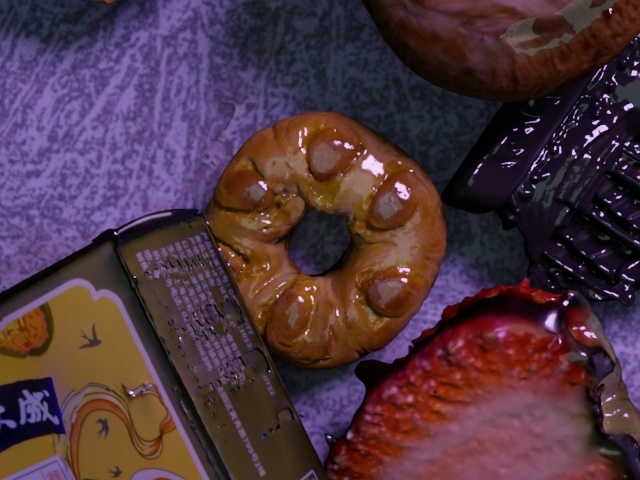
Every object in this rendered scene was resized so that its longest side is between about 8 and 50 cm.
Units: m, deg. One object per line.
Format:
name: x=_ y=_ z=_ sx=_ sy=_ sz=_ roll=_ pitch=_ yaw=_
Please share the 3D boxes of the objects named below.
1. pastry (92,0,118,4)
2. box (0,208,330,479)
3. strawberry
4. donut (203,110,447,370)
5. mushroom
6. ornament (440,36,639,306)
pastry: x=-0.191 y=-0.345 z=1.050 sx=0.256 sy=0.170 sz=0.236 roll=15 pitch=116 yaw=-2
box: x=-0.182 y=0.233 z=1.034 sx=0.373 sy=0.138 sz=0.420 roll=-26 pitch=89 yaw=30
strawberry: x=0.134 y=0.159 z=1.050 sx=0.306 sy=0.138 sz=0.233 roll=-24 pitch=103 yaw=28
donut: x=0.001 y=0.002 z=1.061 sx=0.227 sy=0.114 sz=0.226 roll=0 pitch=93 yaw=8
mushroom: x=0.123 y=-0.248 z=0.913 sx=0.283 sy=0.195 sz=0.263 roll=21 pitch=104 yaw=-2
ornament: x=0.270 y=-0.056 z=1.015 sx=0.260 sy=0.106 sz=0.251 roll=37 pitch=87 yaw=2
